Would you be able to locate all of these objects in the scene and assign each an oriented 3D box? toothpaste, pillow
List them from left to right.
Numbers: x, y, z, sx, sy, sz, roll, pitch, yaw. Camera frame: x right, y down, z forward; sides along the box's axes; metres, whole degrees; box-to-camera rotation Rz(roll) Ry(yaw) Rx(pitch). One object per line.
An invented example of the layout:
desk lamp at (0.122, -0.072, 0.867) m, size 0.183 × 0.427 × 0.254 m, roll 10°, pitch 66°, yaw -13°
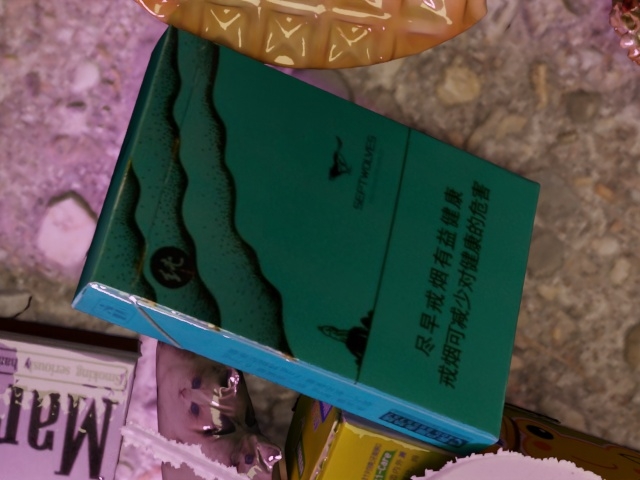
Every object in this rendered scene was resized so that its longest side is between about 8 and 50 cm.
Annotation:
pillow at (-0.050, 0.162, 0.956) m, size 0.051 × 0.093 × 0.241 m, roll -16°, pitch 110°, yaw -39°
toothpaste at (0.141, 0.159, 0.958) m, size 0.327 × 0.110 × 0.077 m, roll 19°, pitch 107°, yaw -10°

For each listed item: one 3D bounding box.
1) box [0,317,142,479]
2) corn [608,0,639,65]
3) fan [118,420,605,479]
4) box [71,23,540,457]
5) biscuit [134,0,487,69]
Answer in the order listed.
box at (-0.197, 0.099, 0.948) m, size 0.177 × 0.036 × 0.115 m, roll 9°, pitch 107°, yaw -8°
corn at (0.274, -0.123, 0.904) m, size 0.237 × 0.079 × 0.080 m, roll -5°, pitch 108°, yaw 0°
fan at (0.041, 0.170, 0.876) m, size 0.329 × 0.009 × 0.191 m, roll 28°, pitch 106°, yaw 4°
box at (0.000, 0.000, 0.876) m, size 0.226 × 0.161 × 0.042 m, roll 22°, pitch 149°, yaw -15°
biscuit at (-0.046, -0.219, 0.860) m, size 0.204 × 0.040 × 0.309 m, roll -22°, pitch 108°, yaw 2°
